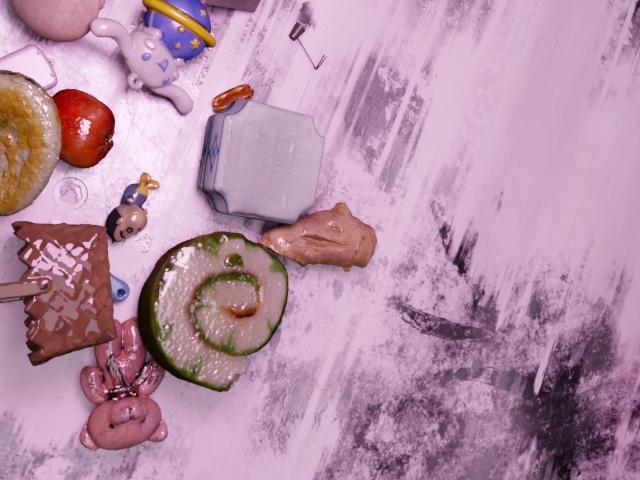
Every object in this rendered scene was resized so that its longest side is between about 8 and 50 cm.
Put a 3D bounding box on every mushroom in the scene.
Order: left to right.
[{"bbox_3d":[-0.540,-0.522,1.329,0.204,0.204,0.204,-2,94,-28],"label":"mushroom"}]

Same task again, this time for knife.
[{"bbox_3d":[-0.524,0.040,1.449,0.058,0.032,0.244,-39,106,-16],"label":"knife"}]

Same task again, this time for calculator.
[{"bbox_3d":[-0.649,-0.348,1.350,0.175,0.032,0.100,-35,109,-23],"label":"calculator"}]

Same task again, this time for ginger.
[{"bbox_3d":[0.000,0.000,1.672,0.354,0.126,0.190,-7,102,-30],"label":"ginger"}]

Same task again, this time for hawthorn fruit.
[{"bbox_3d":[-0.541,-0.252,1.360,0.194,0.157,0.157,29,78,-3],"label":"hawthorn fruit"}]

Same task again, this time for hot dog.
[{"bbox_3d":[-0.219,-0.356,1.584,0.122,0.037,0.049,-28,92,-22],"label":"hot dog"}]

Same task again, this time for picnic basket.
[{"bbox_3d":[-0.587,0.106,1.284,0.321,0.254,0.291,-5,88,-28],"label":"picnic basket"}]

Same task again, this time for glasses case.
[{"bbox_3d":[-0.212,-0.595,1.513,0.042,0.072,0.190,53,34,14],"label":"glasses case"}]

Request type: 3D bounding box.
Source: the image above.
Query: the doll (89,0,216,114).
[{"bbox_3d":[-0.377,-0.462,1.417,0.243,0.159,0.311,-54,148,12],"label":"doll"}]

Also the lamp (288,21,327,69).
[{"bbox_3d":[-0.037,-0.515,1.675,0.121,0.041,0.054,41,82,-21],"label":"lamp"}]

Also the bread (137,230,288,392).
[{"bbox_3d":[-0.245,0.171,1.518,0.366,0.129,0.382,-6,90,-35],"label":"bread"}]

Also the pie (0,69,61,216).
[{"bbox_3d":[-0.674,-0.195,1.263,0.323,0.070,0.323,0,103,-1],"label":"pie"}]

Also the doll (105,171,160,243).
[{"bbox_3d":[-0.432,-0.070,1.461,0.089,0.102,0.179,28,81,17],"label":"doll"}]

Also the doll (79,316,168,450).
[{"bbox_3d":[-0.446,0.330,1.438,0.201,0.156,0.303,-3,90,-27],"label":"doll"}]

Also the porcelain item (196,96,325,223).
[{"bbox_3d":[-0.147,-0.192,1.555,0.281,0.157,0.286,6,95,-31],"label":"porcelain item"}]
